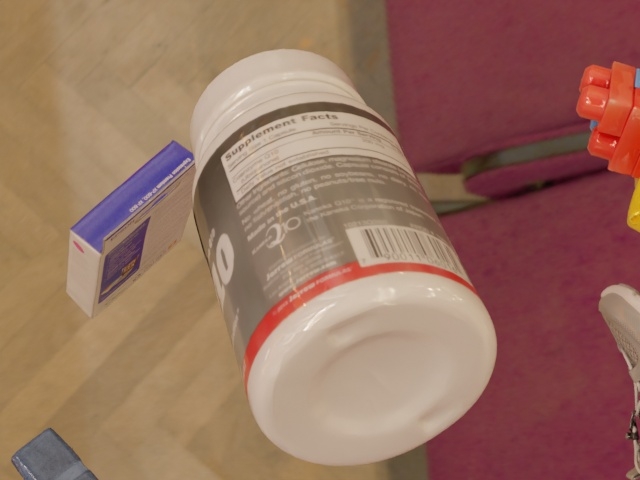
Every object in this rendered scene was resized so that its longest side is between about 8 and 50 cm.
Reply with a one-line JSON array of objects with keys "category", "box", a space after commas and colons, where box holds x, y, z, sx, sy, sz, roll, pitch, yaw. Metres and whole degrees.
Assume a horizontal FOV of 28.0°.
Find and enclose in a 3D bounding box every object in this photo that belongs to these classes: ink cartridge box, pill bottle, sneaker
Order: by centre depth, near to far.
[{"category": "pill bottle", "box": [0.000, 0.000, 0.891, 0.161, 0.161, 0.283, 5, 38, -23]}, {"category": "sneaker", "box": [0.313, 0.170, 1.144, 0.115, 0.105, 0.281, -31, 74, 14]}, {"category": "ink cartridge box", "box": [-0.238, -0.018, 1.634, 0.069, 0.371, 0.176, 46, 69, 2]}]

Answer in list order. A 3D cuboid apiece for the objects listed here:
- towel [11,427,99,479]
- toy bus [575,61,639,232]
[{"category": "towel", "box": [-0.304, 0.281, 1.504, 0.067, 0.029, 0.119, -34, 69, -29]}, {"category": "toy bus", "box": [0.286, -0.055, 0.933, 0.211, 0.149, 0.220, 16, 39, 0]}]
